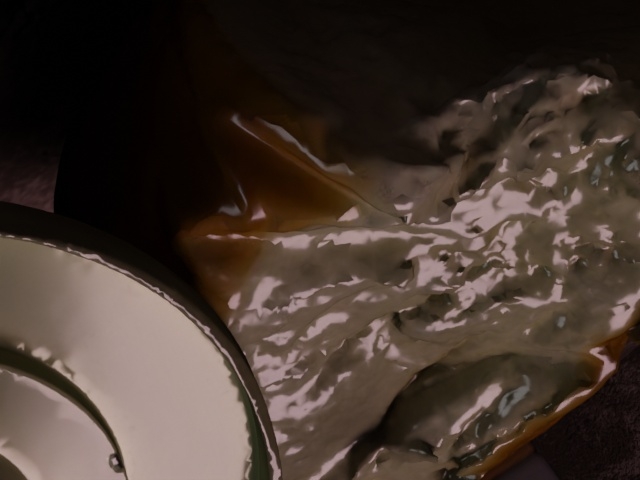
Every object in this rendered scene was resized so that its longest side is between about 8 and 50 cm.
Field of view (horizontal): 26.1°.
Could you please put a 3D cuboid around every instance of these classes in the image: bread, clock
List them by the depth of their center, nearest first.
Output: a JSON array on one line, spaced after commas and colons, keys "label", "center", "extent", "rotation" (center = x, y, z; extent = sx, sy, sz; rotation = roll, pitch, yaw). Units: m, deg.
[{"label": "clock", "center": [-0.127, 0.095, 0.442], "extent": [0.235, 0.029, 0.235], "rotation": [-8, 120, -14]}, {"label": "bread", "center": [0.000, 0.000, 0.582], "extent": [0.225, 0.250, 0.279], "rotation": [11, 121, -15]}]

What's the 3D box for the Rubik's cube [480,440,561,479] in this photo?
[{"label": "Rubik's cube", "center": [-0.033, 0.257, 1.121], "extent": [0.344, 0.346, 0.347], "rotation": [-27, 162, -27]}]
